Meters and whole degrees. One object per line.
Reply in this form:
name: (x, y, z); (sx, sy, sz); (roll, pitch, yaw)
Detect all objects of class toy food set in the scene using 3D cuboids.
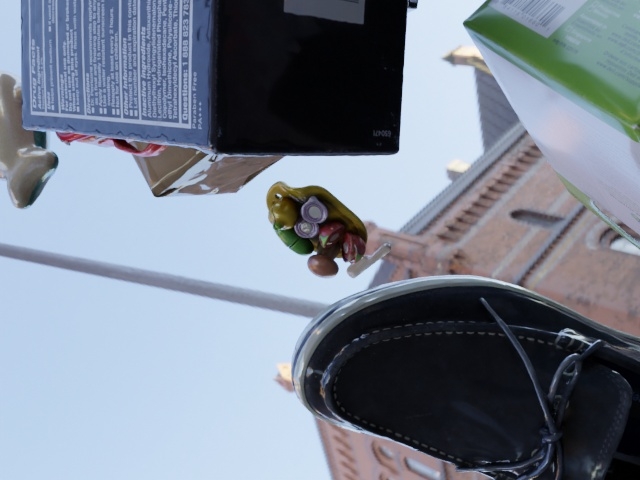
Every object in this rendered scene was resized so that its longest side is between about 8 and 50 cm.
toy food set: (0.000, 0.000, 1.217); (0.218, 0.128, 0.071); (38, -131, -19)

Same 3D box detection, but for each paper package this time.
paper package: (-0.252, -0.263, 1.526); (0.325, 0.168, 0.309); (60, -155, 9)

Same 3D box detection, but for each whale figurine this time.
whale figurine: (-0.487, -0.154, 1.268); (0.216, 0.272, 0.141); (-54, -33, 9)

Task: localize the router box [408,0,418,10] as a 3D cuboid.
router box: (0.134, -0.468, 1.527); (0.092, 0.122, 0.038); (4, -79, -6)

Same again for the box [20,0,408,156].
box: (-0.091, -0.223, 0.606); (0.182, 0.294, 0.297); (-5, -77, -43)

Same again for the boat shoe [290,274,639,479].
boat shoe: (0.218, 0.159, 0.755); (0.499, 0.156, 0.187); (14, -71, -13)

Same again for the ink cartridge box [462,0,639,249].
ink cartridge box: (0.244, -0.085, 0.610); (0.097, 0.189, 0.255); (-43, -46, 5)

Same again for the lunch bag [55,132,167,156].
lunch bag: (-0.264, -0.245, 1.130); (0.120, 0.293, 0.258); (9, -107, -55)
